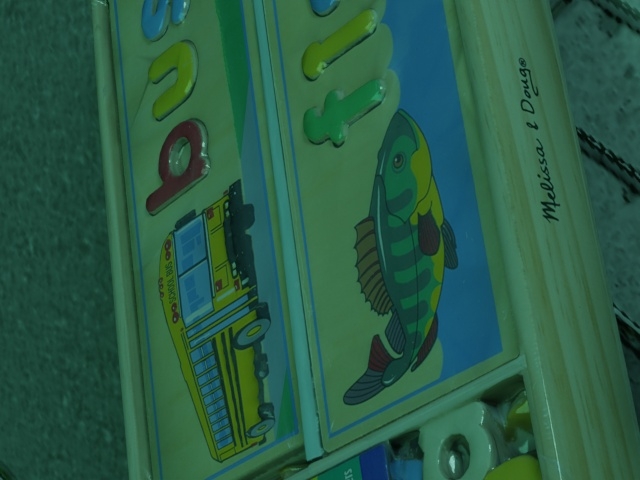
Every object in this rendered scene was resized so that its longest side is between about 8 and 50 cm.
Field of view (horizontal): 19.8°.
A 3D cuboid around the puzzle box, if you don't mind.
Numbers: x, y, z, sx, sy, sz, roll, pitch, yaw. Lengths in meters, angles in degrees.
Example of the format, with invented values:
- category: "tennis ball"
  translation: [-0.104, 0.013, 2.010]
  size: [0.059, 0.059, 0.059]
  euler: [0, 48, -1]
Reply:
- category: "puzzle box"
  translation: [0.000, 0.000, 0.808]
  size: [0.272, 0.052, 0.409]
  euler: [-34, 55, 43]
